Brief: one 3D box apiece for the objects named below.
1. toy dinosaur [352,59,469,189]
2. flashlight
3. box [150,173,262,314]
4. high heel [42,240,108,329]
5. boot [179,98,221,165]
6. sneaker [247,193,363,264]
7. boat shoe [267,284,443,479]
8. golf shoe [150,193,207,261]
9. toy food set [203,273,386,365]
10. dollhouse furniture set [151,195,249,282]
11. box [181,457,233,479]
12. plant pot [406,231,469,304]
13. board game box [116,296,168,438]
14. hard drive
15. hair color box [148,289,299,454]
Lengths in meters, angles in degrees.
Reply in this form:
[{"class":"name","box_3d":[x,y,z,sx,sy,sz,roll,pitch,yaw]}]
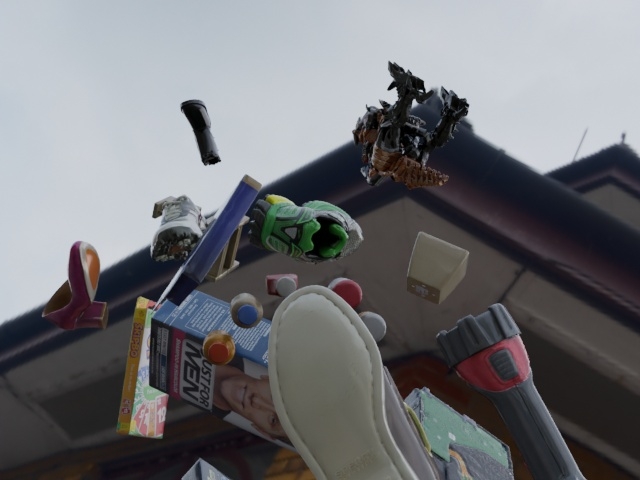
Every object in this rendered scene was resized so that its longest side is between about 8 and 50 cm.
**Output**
[{"class":"toy dinosaur","box_3d":[0.157,-0.176,1.600,0.322,0.164,0.218,44,-68,38]},{"class":"flashlight","box_3d":[0.253,0.232,1.109,0.103,0.103,0.304,-37,-107,37]},{"class":"box","box_3d":[-0.172,0.016,1.347,0.037,0.225,0.136,35,-27,-8]},{"class":"high heel","box_3d":[-0.430,0.075,1.520,0.117,0.082,0.244,6,-31,-1]},{"class":"boot","box_3d":[-0.219,-0.196,1.657,0.045,0.099,0.121,-15,-14,4]},{"class":"sneaker","box_3d":[0.000,0.000,1.773,0.146,0.344,0.134,22,-81,26]},{"class":"boat shoe","box_3d":[0.043,0.192,0.869,0.117,0.324,0.097,-32,-32,8]},{"class":"golf shoe","box_3d":[-0.276,-0.026,1.717,0.105,0.273,0.120,-19,-92,0]},{"class":"toy food set","box_3d":[-0.030,0.098,1.118,0.233,0.104,0.111,-2,-90,-7]},{"class":"dollhouse furniture set","box_3d":[-0.279,-0.012,2.059,0.184,0.129,0.129,21,-68,14]},{"class":"box","box_3d":[-0.155,0.507,1.588,0.183,0.232,0.059,40,-84,-20]},{"class":"plant pot","box_3d":[0.229,0.064,1.825,0.109,0.096,0.109,23,-24,16]},{"class":"board game box","box_3d":[-0.329,0.245,1.734,0.039,0.259,0.124,-2,-16,20]},{"class":"hard drive","box_3d":[0.252,0.432,1.635,0.237,0.339,0.064,36,-66,-11]},{"class":"hair color box","box_3d":[-0.114,0.224,1.513,0.347,0.105,0.173,21,-50,13]}]
